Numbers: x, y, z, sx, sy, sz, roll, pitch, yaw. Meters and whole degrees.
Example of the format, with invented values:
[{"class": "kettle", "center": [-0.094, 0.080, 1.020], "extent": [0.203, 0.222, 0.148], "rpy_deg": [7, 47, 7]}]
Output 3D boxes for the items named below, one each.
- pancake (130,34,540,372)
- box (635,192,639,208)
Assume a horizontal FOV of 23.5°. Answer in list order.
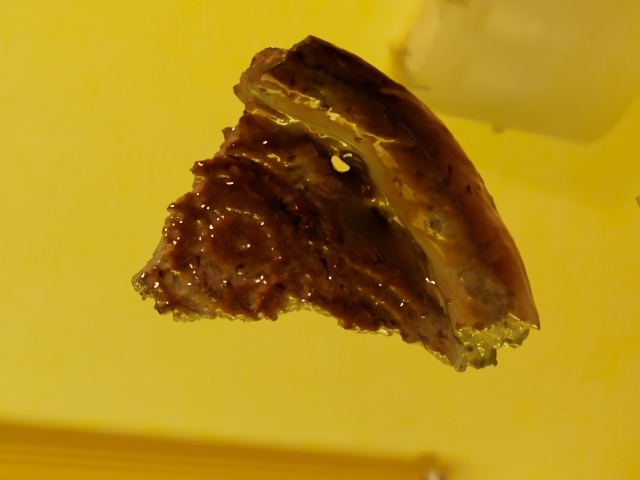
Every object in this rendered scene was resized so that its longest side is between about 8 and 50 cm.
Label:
[{"class": "pancake", "center": [0.000, 0.000, 1.023], "extent": [0.266, 0.244, 0.057], "rpy_deg": [61, -16, 2]}, {"class": "box", "center": [0.277, -0.020, 0.866], "extent": [0.067, 0.243, 0.155], "rpy_deg": [-17, -73, 40]}]
